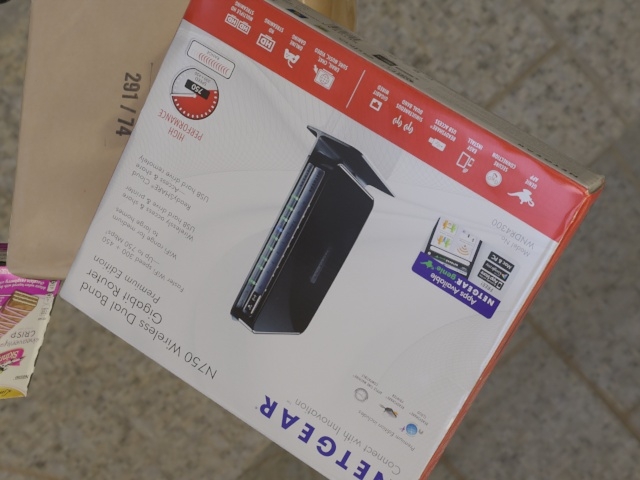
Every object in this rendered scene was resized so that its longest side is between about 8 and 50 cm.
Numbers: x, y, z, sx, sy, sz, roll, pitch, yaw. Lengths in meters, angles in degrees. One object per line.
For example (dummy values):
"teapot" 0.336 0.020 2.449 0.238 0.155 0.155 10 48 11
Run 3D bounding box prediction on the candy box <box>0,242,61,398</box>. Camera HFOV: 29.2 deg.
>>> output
"candy box" -0.486 0.122 1.816 0.071 0.233 0.159 34 -158 36

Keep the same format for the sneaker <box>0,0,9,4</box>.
"sneaker" -0.565 -0.411 1.758 0.315 0.127 0.182 13 -135 -9

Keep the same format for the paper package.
"paper package" -0.127 -0.110 1.199 0.168 0.309 0.325 21 -108 -69

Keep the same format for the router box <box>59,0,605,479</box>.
"router box" 0.000 0.000 0.962 0.335 0.301 0.082 31 -161 13
